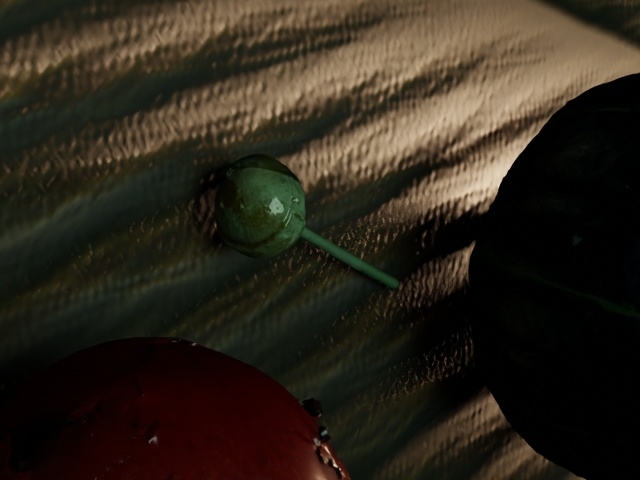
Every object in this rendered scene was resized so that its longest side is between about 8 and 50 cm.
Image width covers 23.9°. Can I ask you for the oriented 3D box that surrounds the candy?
[{"bbox_3d":[0.000,0.000,0.948,0.202,0.061,0.061,29,70,-55],"label":"candy"}]

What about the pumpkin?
[{"bbox_3d":[0.226,0.028,1.071,0.315,0.238,0.315,-33,134,-41],"label":"pumpkin"}]

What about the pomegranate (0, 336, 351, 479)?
[{"bbox_3d":[-0.088,0.161,0.737,0.210,0.210,0.235,4,129,-50],"label":"pomegranate"}]
